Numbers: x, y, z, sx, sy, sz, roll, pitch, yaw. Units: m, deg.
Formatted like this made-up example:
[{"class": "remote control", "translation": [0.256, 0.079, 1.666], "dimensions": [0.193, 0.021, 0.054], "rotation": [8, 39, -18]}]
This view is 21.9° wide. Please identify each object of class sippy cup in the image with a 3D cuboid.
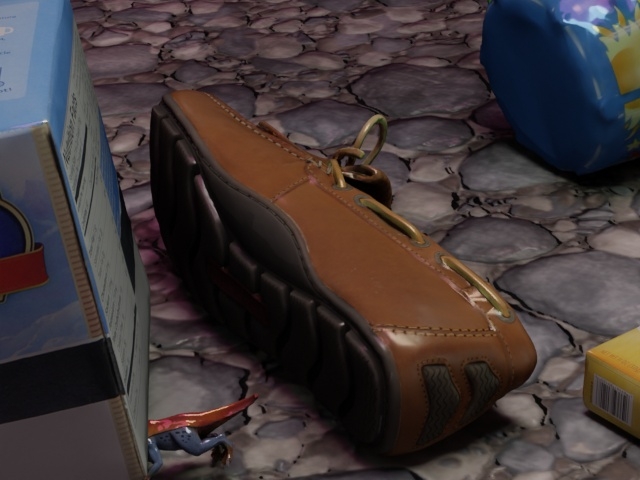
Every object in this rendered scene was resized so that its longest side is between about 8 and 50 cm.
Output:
[{"class": "sippy cup", "translation": [0.263, -0.170, 1.358], "dimensions": [0.224, 0.240, 0.305], "rotation": [-27, -4, -22]}]

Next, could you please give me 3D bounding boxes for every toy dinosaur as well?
[{"class": "toy dinosaur", "translation": [-0.094, 0.113, 0.986], "dimensions": [0.082, 0.090, 0.047], "rotation": [24, 4, -18]}]

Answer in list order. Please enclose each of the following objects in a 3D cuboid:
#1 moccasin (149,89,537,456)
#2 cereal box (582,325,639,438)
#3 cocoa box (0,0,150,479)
[{"class": "moccasin", "translation": [0.000, -0.003, 1.119], "dimensions": [0.147, 0.139, 0.380], "rotation": [-17, 31, -28]}, {"class": "cereal box", "translation": [0.308, 0.081, 1.035], "dimensions": [0.240, 0.047, 0.173], "rotation": [-22, 33, -33]}, {"class": "cocoa box", "translation": [-0.288, 0.020, 0.948], "dimensions": [0.347, 0.228, 0.231], "rotation": [-12, 28, -1]}]
